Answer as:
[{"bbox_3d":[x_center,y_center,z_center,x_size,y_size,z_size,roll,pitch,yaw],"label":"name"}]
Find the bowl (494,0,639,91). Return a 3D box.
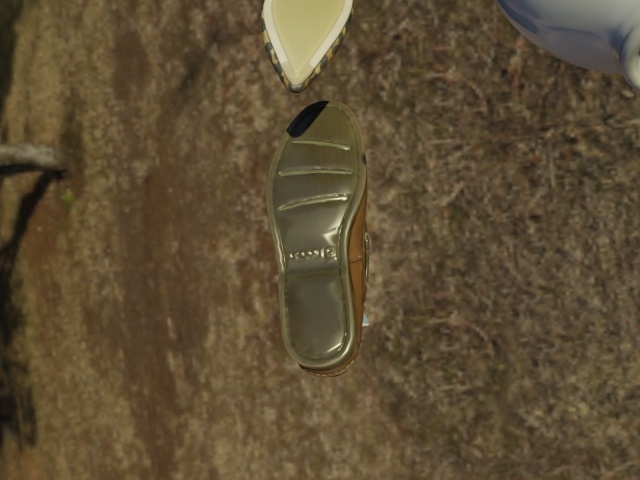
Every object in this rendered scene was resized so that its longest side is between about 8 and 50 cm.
[{"bbox_3d":[0.213,-0.163,0.525,0.298,0.298,0.134,126,138,-64],"label":"bowl"}]

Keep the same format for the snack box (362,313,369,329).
[{"bbox_3d":[0.003,0.030,1.254,0.022,0.064,0.178,-33,70,25],"label":"snack box"}]

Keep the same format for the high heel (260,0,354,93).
[{"bbox_3d":[-0.018,-0.210,1.113,0.186,0.093,0.261,99,177,-53],"label":"high heel"}]

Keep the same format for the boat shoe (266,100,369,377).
[{"bbox_3d":[0.000,0.000,1.147,0.104,0.111,0.307,57,-144,-71],"label":"boat shoe"}]
